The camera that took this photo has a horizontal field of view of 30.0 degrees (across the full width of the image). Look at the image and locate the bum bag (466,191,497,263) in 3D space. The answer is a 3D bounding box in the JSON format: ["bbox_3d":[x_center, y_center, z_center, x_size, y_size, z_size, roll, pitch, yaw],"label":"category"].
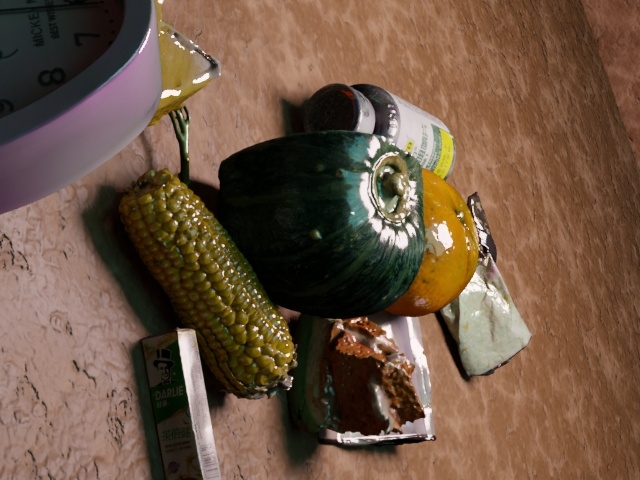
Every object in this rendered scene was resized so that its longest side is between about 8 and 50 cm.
[{"bbox_3d":[0.290,0.027,2.187,0.102,0.069,0.247,83,1,-73],"label":"bum bag"}]

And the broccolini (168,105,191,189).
[{"bbox_3d":[-0.180,-0.118,1.461,0.054,0.052,0.194,1,76,-56],"label":"broccolini"}]

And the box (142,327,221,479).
[{"bbox_3d":[-0.155,0.204,1.351,0.041,0.050,0.207,3,74,-63],"label":"box"}]

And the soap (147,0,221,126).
[{"bbox_3d":[-0.245,-0.106,1.225,0.304,0.169,0.338,32,50,-38],"label":"soap"}]

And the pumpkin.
[{"bbox_3d":[0.000,0.000,1.518,0.293,0.264,0.196,26,61,-57],"label":"pumpkin"}]

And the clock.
[{"bbox_3d":[-0.303,-0.177,1.029,0.102,0.339,0.338,90,3,-60],"label":"clock"}]

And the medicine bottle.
[{"bbox_3d":[0.090,-0.160,1.858,0.293,0.141,0.141,17,62,-56],"label":"medicine bottle"}]

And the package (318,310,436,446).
[{"bbox_3d":[0.071,0.200,1.747,0.251,0.062,0.203,9,68,-45],"label":"package"}]

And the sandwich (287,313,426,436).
[{"bbox_3d":[0.045,0.171,1.591,0.109,0.160,0.184,6,77,-55],"label":"sandwich"}]

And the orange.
[{"bbox_3d":[0.135,-0.001,1.753,0.240,0.171,0.240,36,42,-41],"label":"orange"}]

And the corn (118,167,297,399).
[{"bbox_3d":[-0.128,0.056,1.414,0.317,0.115,0.115,61,32,-23],"label":"corn"}]

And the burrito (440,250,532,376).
[{"bbox_3d":[0.268,0.117,2.073,0.144,0.089,0.228,-33,112,-16],"label":"burrito"}]
